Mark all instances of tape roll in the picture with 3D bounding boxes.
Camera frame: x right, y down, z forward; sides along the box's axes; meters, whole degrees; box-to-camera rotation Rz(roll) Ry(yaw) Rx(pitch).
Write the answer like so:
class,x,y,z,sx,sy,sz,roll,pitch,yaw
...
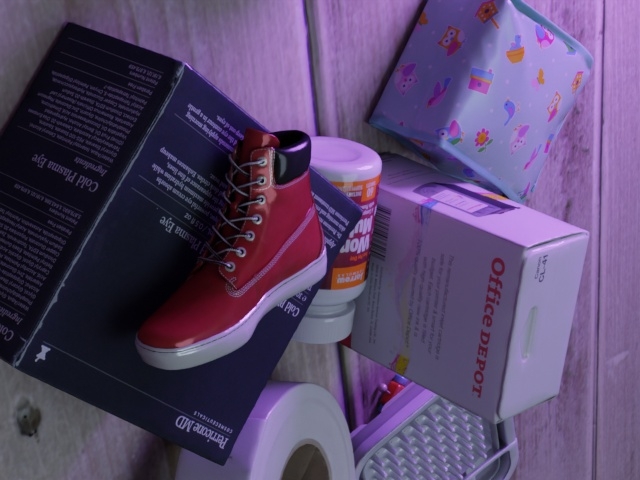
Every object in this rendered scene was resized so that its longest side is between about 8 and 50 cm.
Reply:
class,x,y,z,sx,sy,sz,roll,pitch,yaw
tape roll,-0.061,0.304,1.733,0.286,0.100,0.286,-3,93,-63

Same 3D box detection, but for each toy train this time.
class,x,y,z,sx,sy,sz,roll,pitch,yaw
toy train,0.150,0.182,2.039,0.166,0.046,0.125,-60,142,-7

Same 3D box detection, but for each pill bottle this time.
class,x,y,z,sx,sy,sz,roll,pitch,yaw
pill bottle,0.000,0.000,1.707,0.121,0.121,0.221,-16,121,-44

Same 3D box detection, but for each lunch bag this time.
class,x,y,z,sx,sy,sz,roll,pitch,yaw
lunch bag,0.217,-0.177,1.840,0.262,0.160,0.223,28,86,-46

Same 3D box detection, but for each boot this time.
class,x,y,z,sx,sy,sz,roll,pitch,yaw
boot,-0.088,-0.004,1.347,0.244,0.088,0.176,-39,134,-42

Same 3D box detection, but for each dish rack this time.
class,x,y,z,sx,sy,sz,roll,pitch,yaw
dish rack,0.144,0.300,2.029,0.285,0.072,0.333,-37,142,-19

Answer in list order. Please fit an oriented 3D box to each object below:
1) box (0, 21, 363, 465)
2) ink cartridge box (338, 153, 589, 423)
class,x,y,z,sx,sy,sz,roll,pitch,yaw
box,-0.172,0.012,1.466,0.343,0.179,0.312,38,78,-51
ink cartridge box,0.146,0.050,1.753,0.131,0.306,0.226,-16,122,-44
